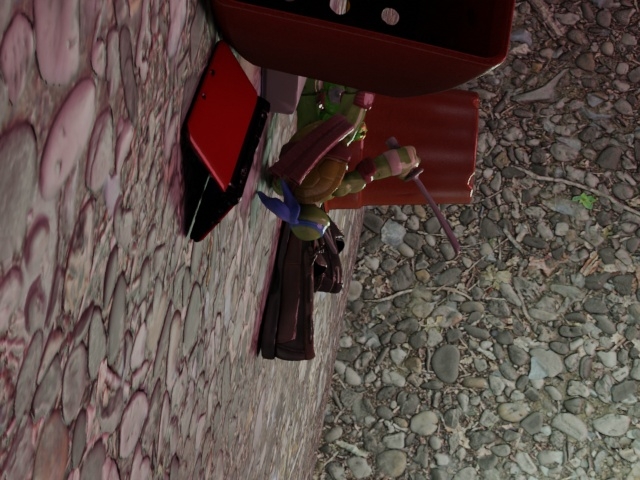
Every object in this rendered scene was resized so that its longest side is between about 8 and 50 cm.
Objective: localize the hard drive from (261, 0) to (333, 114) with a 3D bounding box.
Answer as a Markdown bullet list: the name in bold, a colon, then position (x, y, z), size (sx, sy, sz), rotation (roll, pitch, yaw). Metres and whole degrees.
- **hard drive**: position (-0.013, -0.350, 1.548), size (0.353, 0.047, 0.233), rotation (-75, 172, -50)

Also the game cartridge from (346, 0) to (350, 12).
- **game cartridge**: position (0.087, -0.446, 2.469), size (0.323, 0.053, 0.285), rotation (-76, 173, -62)

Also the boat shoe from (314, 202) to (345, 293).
- **boat shoe**: position (0.000, 0.000, 2.034), size (0.233, 0.079, 0.084), rotation (-91, -168, -49)

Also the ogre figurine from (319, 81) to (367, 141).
- **ogre figurine**: position (0.016, -0.180, 1.932), size (0.118, 0.097, 0.197), rotation (-110, -140, -63)

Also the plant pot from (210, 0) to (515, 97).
- **plant pot**: position (0.038, -0.276, 1.212), size (0.236, 0.267, 0.267), rotation (122, -21, -74)

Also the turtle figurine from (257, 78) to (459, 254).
- **turtle figurine**: position (0.031, -0.118, 1.658), size (0.198, 0.275, 0.266), rotation (-9, -107, 59)

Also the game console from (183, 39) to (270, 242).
- **game console**: position (-0.106, -0.093, 1.175), size (0.124, 0.085, 0.144), rotation (-43, -157, 42)

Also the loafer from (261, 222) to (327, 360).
- **loafer**: position (-0.027, 0.059, 1.877), size (0.096, 0.084, 0.267), rotation (90, 11, -67)

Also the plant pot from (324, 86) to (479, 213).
- **plant pot**: position (0.144, -0.174, 2.213), size (0.272, 0.265, 0.272), rotation (4, 90, -86)
